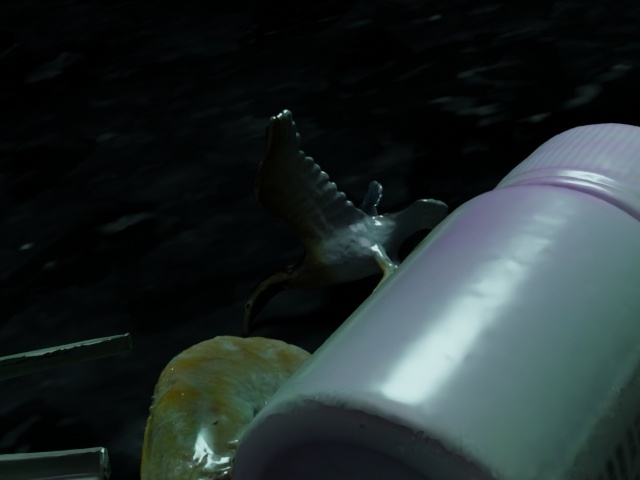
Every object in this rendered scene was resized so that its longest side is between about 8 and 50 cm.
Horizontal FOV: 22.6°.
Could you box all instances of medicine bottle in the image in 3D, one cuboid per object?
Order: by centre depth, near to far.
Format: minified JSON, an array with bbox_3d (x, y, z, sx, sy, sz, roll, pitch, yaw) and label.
[{"bbox_3d":[0.129,0.089,1.034,0.219,0.219,0.388,1,30,34],"label":"medicine bottle"}]

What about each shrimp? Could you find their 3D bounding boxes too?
[{"bbox_3d":[-0.045,0.162,1.146,0.168,0.077,0.317,9,30,-4],"label":"shrimp"}]

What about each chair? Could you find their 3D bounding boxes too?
[{"bbox_3d":[-0.258,0.198,1.115,0.274,0.191,0.203,-6,24,3],"label":"chair"}]

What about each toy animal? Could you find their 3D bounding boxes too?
[{"bbox_3d":[0.008,0.011,1.404,0.160,0.272,0.197,25,82,33],"label":"toy animal"}]
